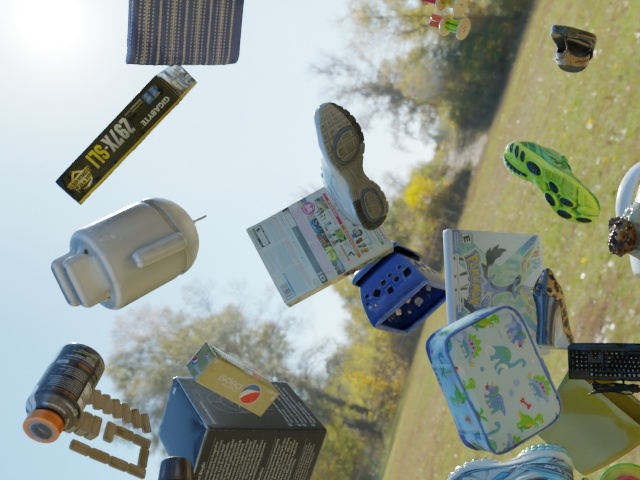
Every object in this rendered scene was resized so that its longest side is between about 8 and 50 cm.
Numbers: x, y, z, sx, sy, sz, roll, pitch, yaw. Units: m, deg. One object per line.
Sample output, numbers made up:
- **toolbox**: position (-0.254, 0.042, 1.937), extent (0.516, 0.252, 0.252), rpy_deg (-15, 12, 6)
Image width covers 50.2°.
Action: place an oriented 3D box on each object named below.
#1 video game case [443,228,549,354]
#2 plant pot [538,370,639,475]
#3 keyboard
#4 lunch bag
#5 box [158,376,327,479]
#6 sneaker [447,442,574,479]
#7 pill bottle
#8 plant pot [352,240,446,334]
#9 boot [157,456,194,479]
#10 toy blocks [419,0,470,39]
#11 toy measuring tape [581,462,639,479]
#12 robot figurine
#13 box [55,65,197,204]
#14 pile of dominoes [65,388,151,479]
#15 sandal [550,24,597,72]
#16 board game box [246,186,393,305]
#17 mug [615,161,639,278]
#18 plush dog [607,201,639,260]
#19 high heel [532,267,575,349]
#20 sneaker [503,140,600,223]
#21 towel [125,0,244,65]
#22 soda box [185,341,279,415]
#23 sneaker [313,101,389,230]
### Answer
- **video game case**: position (0.468, 0.139, 1.810), extent (0.036, 0.300, 0.328), rpy_deg (154, 117, -66)
- **plant pot**: position (0.638, 0.426, 1.620), extent (0.187, 0.212, 0.212), rpy_deg (-56, -24, 18)
- **keyboard**: position (0.558, 0.240, 1.258), extent (0.038, 0.192, 0.100), rpy_deg (-17, -77, -70)
- **lunch bag**: position (0.287, 0.225, 1.123), extent (0.176, 0.218, 0.090), rpy_deg (-24, -2, -22)
- **box**: position (-0.235, 0.573, 2.034), extent (0.293, 0.396, 0.211), rpy_deg (35, 110, 56)
- **sneaker**: position (0.361, 0.494, 1.345), extent (0.283, 0.110, 0.122), rpy_deg (-29, 14, 18)
- **pill bottle**: position (-0.630, 0.374, 1.666), extent (0.245, 0.131, 0.130), rpy_deg (-79, 1, -58)
- **plant pot**: position (0.255, 0.146, 2.211), extent (0.236, 0.212, 0.236), rpy_deg (-44, -33, 17)
- **boot**: position (-0.253, 0.595, 1.295), extent (0.264, 0.096, 0.280), rpy_deg (90, 175, -46)
- **toy blocks**: position (0.281, -0.552, 1.637), extent (0.054, 0.148, 0.123), rpy_deg (-46, -37, -18)
- **toy measuring tape**: position (0.647, 0.485, 1.278), extent (0.121, 0.331, 0.121), rpy_deg (2, -90, -66)
- **robot figurine**: position (-0.425, 0.025, 1.566), extent (0.354, 0.300, 0.199), rpy_deg (-32, -68, -38)
- **box**: position (-0.419, -0.244, 1.502), extent (0.322, 0.079, 0.257), rpy_deg (-42, 15, 12)
- **pile of dominoes**: position (-0.572, 0.520, 1.849), extent (0.040, 0.251, 0.195), rpy_deg (-34, 35, 27)
- **sandal**: position (0.508, -0.378, 1.391), extent (0.219, 0.090, 0.060), rpy_deg (24, -98, -72)
- **board game box**: position (0.000, 0.000, 1.721), extent (0.304, 0.223, 0.097), rpy_deg (-29, -14, 0)
- **mug**: position (0.863, -0.059, 1.648), extent (0.276, 0.374, 0.327), rpy_deg (15, 84, 67)
- **plush dog**: position (0.571, -0.007, 1.040), extent (0.263, 0.225, 0.210), rpy_deg (-18, -66, -28)
- **high heel**: position (0.577, 0.174, 1.681), extent (0.261, 0.093, 0.186), rpy_deg (24, -111, -62)
- **sneaker**: position (0.586, -0.161, 1.682), extent (0.124, 0.295, 0.109), rpy_deg (-20, -37, -25)
- **towel**: position (-0.262, -0.474, 1.366), extent (0.336, 0.040, 0.243), rpy_deg (-23, -55, -56)
- **soda box**: position (-0.166, 0.267, 1.309), extent (0.061, 0.058, 0.181), rpy_deg (-50, -52, 0)
- **sneaker**: position (0.041, -0.157, 1.501), extent (0.111, 0.129, 0.296), rpy_deg (-29, -71, -29)
